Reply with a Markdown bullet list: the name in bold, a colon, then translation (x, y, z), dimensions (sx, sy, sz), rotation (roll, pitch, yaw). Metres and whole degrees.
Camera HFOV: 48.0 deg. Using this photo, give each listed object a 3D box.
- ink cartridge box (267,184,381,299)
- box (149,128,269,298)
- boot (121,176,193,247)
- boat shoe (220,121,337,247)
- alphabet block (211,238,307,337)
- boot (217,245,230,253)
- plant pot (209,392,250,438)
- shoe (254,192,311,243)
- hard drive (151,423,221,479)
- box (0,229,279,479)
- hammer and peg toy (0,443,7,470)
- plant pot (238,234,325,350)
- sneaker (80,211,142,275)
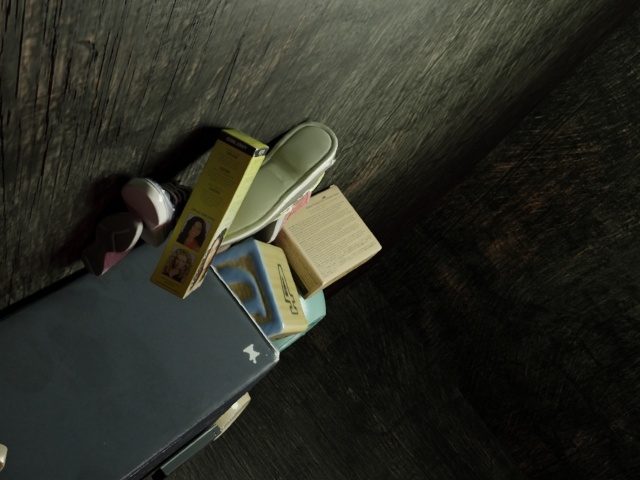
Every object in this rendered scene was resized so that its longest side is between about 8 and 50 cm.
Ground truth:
- **ink cartridge box**: translation (0.000, 0.000, 1.641), dimensions (0.235, 0.193, 0.088), rotation (-28, 169, -46)
- **box**: translation (-0.152, -0.038, 0.992), dimensions (0.232, 0.058, 0.087), rotation (-63, 179, 12)
- **boot**: translation (-0.212, -0.058, 0.969), dimensions (0.086, 0.069, 0.190), rotation (-48, 179, -21)
- **boat shoe**: translation (-0.097, -0.074, 1.161), dimensions (0.305, 0.109, 0.091), rotation (-39, 167, -20)
- **alphabet block**: translation (-0.158, 0.122, 1.462), dimensions (0.193, 0.193, 0.197), rotation (-18, 170, 9)
- **boot**: translation (-0.185, -0.017, 1.342), dimensions (0.118, 0.042, 0.087), rotation (-40, 165, 2)
- **plant pot**: translation (-0.304, 0.324, 1.670), dimensions (0.256, 0.274, 0.256), rotation (-48, 172, -9)
- **shoe**: translation (-0.077, -0.059, 1.459), dimensions (0.081, 0.063, 0.178), rotation (-27, 163, -34)
- **hard drive**: translation (-0.257, 0.410, 1.380), dimensions (0.135, 0.022, 0.094), rotation (-34, 171, -34)
- **box**: translation (-0.393, 0.287, 1.193), dimensions (0.480, 0.297, 0.472), rotation (-33, 172, -37)
- **hammer and peg toy**: translation (-0.539, 0.285, 0.782), dimensions (0.266, 0.127, 0.361), rotation (30, 120, -31)
- **plant pot**: translation (-0.128, 0.140, 1.707), dimensions (0.293, 0.235, 0.293), rotation (-37, 170, -7)
- **sneaker**: translation (-0.279, -0.005, 0.992), dimensions (0.152, 0.053, 0.061), rotation (-34, -177, 46)
